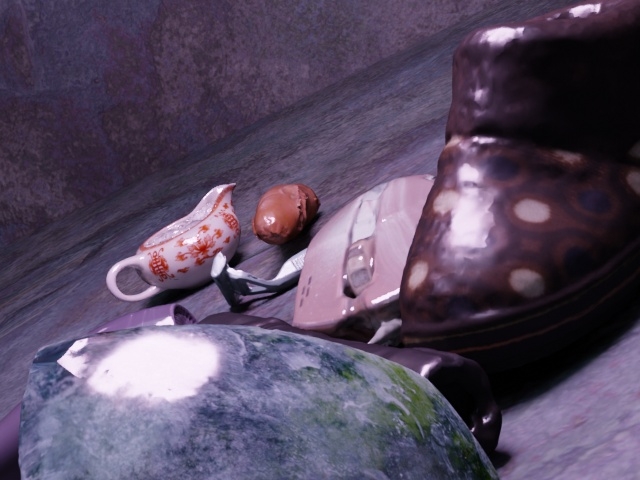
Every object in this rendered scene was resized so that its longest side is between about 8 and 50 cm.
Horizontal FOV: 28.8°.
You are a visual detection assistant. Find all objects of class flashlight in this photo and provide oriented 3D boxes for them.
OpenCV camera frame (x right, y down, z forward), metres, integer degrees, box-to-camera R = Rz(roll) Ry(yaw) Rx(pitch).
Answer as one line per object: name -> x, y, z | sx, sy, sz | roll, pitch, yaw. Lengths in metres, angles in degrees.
flashlight -> 0.001, 0.116, 1.020 | 0.103, 0.103, 0.424 | -34, 15, -24

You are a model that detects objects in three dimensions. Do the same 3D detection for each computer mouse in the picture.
computer mouse -> 0.063, 0.014, 1.213 | 0.199, 0.115, 0.389 | -27, 8, 20

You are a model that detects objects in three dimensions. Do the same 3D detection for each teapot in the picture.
teapot -> -0.198, 0.016, 1.782 | 0.159, 0.116, 0.245 | 6, 32, 46

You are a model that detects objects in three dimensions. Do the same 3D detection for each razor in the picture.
razor -> 0.005, 0.009, 1.533 | 0.278, 0.056, 0.111 | -23, -23, -2

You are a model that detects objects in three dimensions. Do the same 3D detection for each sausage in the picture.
sausage -> -0.047, -0.040, 1.683 | 0.078, 0.078, 0.304 | -27, 2, 6

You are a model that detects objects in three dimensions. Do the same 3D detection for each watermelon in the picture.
watermelon -> -0.071, 0.176, 0.747 | 0.320, 0.289, 0.213 | -51, -7, -29

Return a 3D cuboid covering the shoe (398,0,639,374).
shoe -> 0.180, -0.066, 1.030 | 0.384, 0.237, 0.171 | -37, 15, -34

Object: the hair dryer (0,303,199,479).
hair dryer -> -0.250, 0.217, 1.174 | 0.301, 0.121, 0.361 | -34, 17, 13
